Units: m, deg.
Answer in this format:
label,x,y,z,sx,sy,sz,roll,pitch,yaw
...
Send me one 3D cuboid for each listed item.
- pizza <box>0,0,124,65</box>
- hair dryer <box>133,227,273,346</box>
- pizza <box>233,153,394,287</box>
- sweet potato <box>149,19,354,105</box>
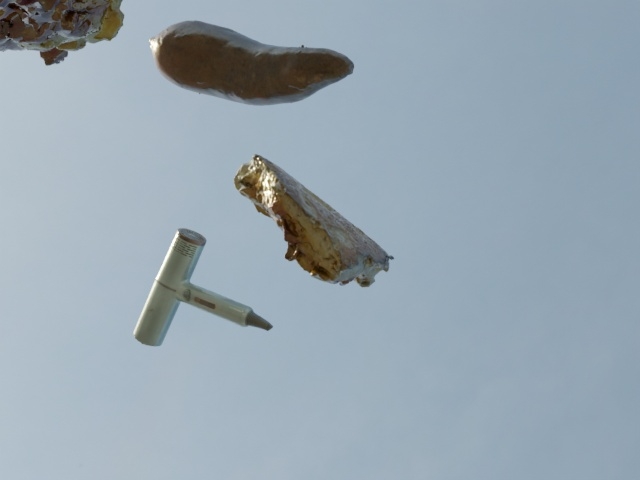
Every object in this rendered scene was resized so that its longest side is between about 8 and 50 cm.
label,x,y,z,sx,sy,sz,roll,pitch,yaw
pizza,-0.252,-0.194,0.982,0.289,0.228,0.081,-4,-99,42
hair dryer,-0.138,0.094,1.502,0.183,0.044,0.155,34,-71,26
pizza,0.000,0.000,1.203,0.182,0.161,0.062,37,-84,-25
sweet potato,-0.087,-0.218,1.533,0.291,0.097,0.097,13,-75,25
